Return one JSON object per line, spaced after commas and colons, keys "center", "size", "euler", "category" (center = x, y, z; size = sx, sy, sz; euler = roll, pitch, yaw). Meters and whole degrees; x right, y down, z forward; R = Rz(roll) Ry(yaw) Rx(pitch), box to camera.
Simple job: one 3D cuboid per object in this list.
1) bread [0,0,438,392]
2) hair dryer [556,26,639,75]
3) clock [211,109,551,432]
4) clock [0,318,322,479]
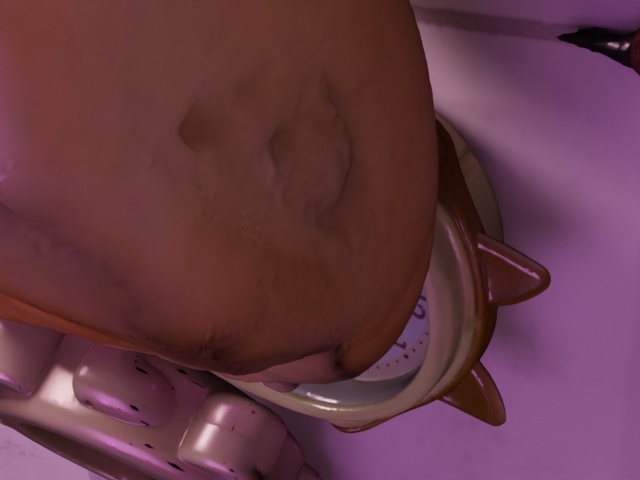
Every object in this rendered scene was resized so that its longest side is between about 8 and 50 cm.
{"center": [-0.146, -0.085, 0.506], "size": [0.376, 0.252, 0.348], "euler": [7, 166, 35], "category": "bread"}
{"center": [0.252, -0.153, 0.454], "size": [0.341, 0.123, 0.312], "euler": [6, 113, 48], "category": "hair dryer"}
{"center": [0.000, 0.000, 0.729], "size": [0.348, 0.117, 0.286], "euler": [25, 132, 21], "category": "clock"}
{"center": [-0.158, 0.170, 0.918], "size": [0.310, 0.114, 0.284], "euler": [17, 154, 20], "category": "clock"}
